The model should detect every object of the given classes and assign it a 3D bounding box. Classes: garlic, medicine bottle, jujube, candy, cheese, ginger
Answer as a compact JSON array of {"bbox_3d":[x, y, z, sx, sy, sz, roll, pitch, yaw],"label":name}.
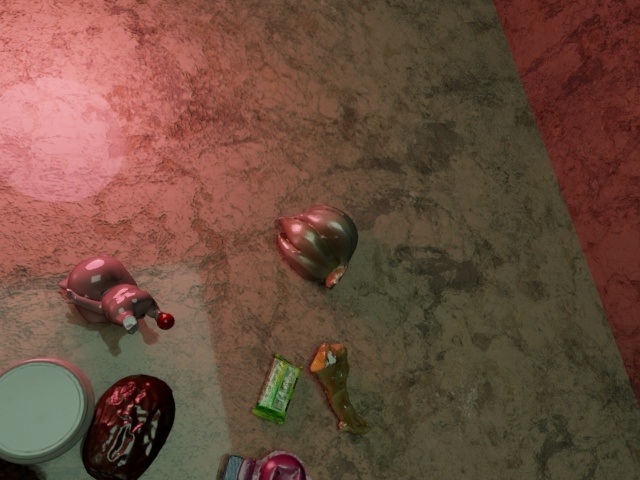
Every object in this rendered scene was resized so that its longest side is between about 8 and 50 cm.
[{"bbox_3d":[0.000,0.000,1.628,0.237,0.210,0.292,-30,91,3],"label":"garlic"},{"bbox_3d":[-0.583,0.353,1.080,0.208,0.340,0.208,8,69,-23],"label":"medicine bottle"},{"bbox_3d":[-0.441,0.432,1.212,0.183,0.183,0.243,31,41,-13],"label":"jujube"},{"bbox_3d":[-0.119,0.417,1.462,0.102,0.032,0.178,26,64,-12],"label":"candy"},{"bbox_3d":[-0.136,0.626,1.362,0.244,0.062,0.155,20,64,-17],"label":"cheese"},{"bbox_3d":[0.064,0.435,1.522,0.131,0.086,0.294,-26,93,-40],"label":"ginger"}]

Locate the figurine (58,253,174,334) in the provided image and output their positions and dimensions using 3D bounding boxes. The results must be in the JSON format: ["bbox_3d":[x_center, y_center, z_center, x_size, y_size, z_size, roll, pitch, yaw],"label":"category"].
[{"bbox_3d":[-0.507,0.155,1.277,0.288,0.186,0.176,24,45,23],"label":"figurine"}]

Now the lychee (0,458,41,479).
[{"bbox_3d":[-0.694,0.558,0.998,0.304,0.276,0.275,-29,86,-50],"label":"lychee"}]
